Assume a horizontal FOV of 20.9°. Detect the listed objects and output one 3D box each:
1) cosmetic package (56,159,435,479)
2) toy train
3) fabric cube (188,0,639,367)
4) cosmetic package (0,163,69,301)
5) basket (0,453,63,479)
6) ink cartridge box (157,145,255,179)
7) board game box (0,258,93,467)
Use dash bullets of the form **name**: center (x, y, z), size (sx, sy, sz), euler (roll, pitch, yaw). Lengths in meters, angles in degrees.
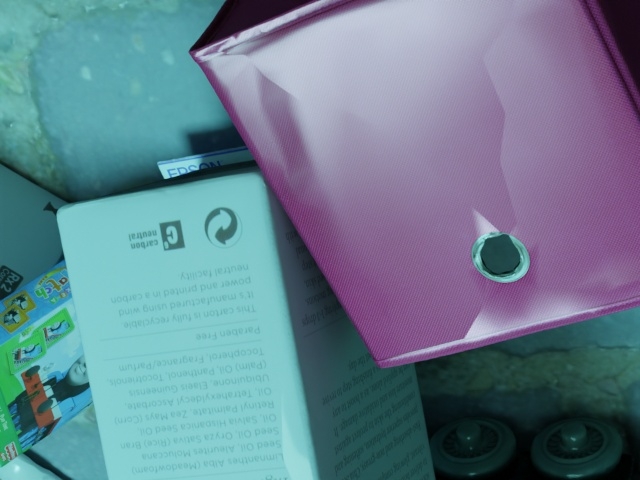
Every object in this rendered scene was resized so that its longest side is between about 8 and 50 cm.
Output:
- **cosmetic package**: center (-0.027, 0.171, 1.243), size (0.161, 0.230, 0.453), euler (-9, 94, 22)
- **toy train**: center (0.120, 0.243, 1.429), size (0.334, 0.190, 0.142), euler (0, 124, 18)
- **fabric cube**: center (0.113, -0.114, 1.136), size (0.254, 0.259, 0.258), euler (-17, 117, 28)
- **cosmetic package**: center (-0.314, 0.040, 1.446), size (0.151, 0.151, 0.184), euler (30, 127, -4)
- **basket**: center (-0.370, 0.381, 1.595), size (0.328, 0.331, 0.266), euler (36, 129, -9)
- **ink cartridge box**: center (0.000, 0.000, 1.385), size (0.206, 0.045, 0.208), euler (-8, 121, 22)
- **board game box**: center (-0.189, 0.073, 1.380), size (0.039, 0.211, 0.160), euler (44, 157, 27)
